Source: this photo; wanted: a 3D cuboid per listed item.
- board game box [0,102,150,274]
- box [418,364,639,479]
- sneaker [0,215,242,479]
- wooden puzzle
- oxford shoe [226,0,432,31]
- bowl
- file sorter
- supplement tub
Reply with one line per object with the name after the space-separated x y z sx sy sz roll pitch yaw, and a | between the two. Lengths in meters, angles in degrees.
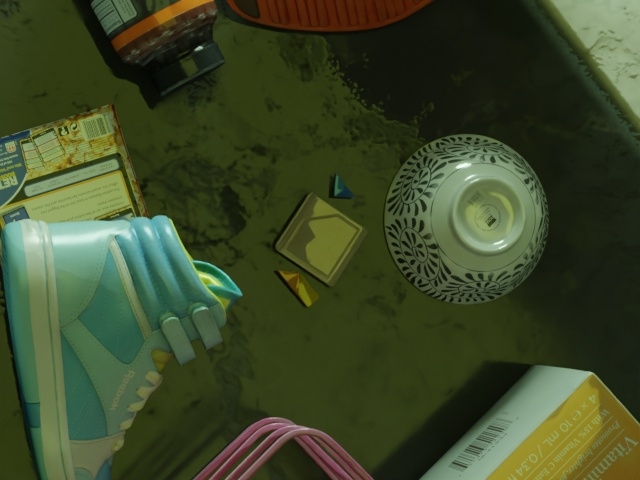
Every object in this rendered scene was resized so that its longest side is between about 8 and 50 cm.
-0.234 -0.014 1.615 0.146 0.045 0.193 -18 92 -12 | board game box
0.268 0.316 1.643 0.215 0.168 0.345 -44 97 -10 | box
-0.166 0.124 1.558 0.208 0.127 0.319 -10 113 -14 | sneaker
0.000 0.000 1.679 0.078 0.014 0.116 42 81 -12 | wooden puzzle
0.076 -0.303 1.671 0.363 0.130 0.133 -15 58 -5 | oxford shoe
0.153 -0.022 1.677 0.170 0.080 0.170 0 88 -12 | bowl
-0.036 0.274 1.524 0.202 0.290 0.182 -44 93 -10 | file sorter
-0.164 -0.236 1.608 0.106 0.106 0.198 -29 94 -11 | supplement tub
